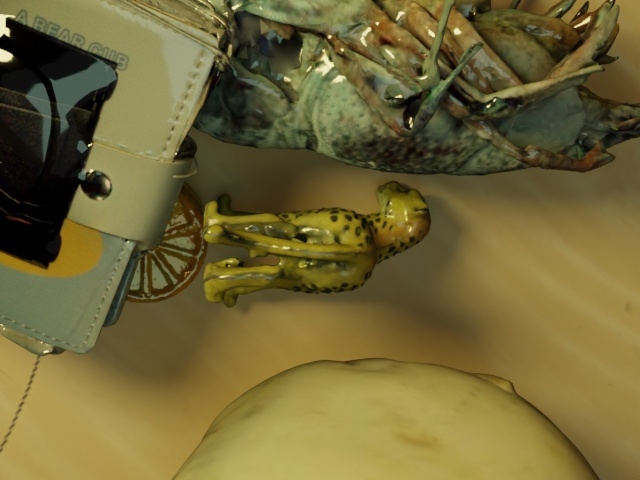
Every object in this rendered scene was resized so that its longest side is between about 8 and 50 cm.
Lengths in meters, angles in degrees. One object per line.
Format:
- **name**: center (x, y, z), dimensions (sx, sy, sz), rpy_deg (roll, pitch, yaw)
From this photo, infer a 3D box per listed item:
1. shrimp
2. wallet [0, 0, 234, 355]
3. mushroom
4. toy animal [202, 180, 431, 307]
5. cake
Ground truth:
- **shrimp**: center (0.086, -0.101, 1.170), dimensions (0.372, 0.172, 0.137), rpy_deg (-2, 102, -2)
- **wallet**: center (-0.159, -0.055, 1.149), dimensions (0.170, 0.069, 0.231), rpy_deg (28, 113, 1)
- **mushroom**: center (0.033, 0.250, 1.213), dimensions (0.314, 0.314, 0.336), rpy_deg (-3, 130, -10)
- **toy animal**: center (0.000, 0.000, 1.187), dimensions (0.136, 0.181, 0.073), rpy_deg (-4, 88, 2)
- **cake**: center (-0.110, -0.003, 1.226), dimensions (0.084, 0.044, 0.084), rpy_deg (-3, 105, -11)
